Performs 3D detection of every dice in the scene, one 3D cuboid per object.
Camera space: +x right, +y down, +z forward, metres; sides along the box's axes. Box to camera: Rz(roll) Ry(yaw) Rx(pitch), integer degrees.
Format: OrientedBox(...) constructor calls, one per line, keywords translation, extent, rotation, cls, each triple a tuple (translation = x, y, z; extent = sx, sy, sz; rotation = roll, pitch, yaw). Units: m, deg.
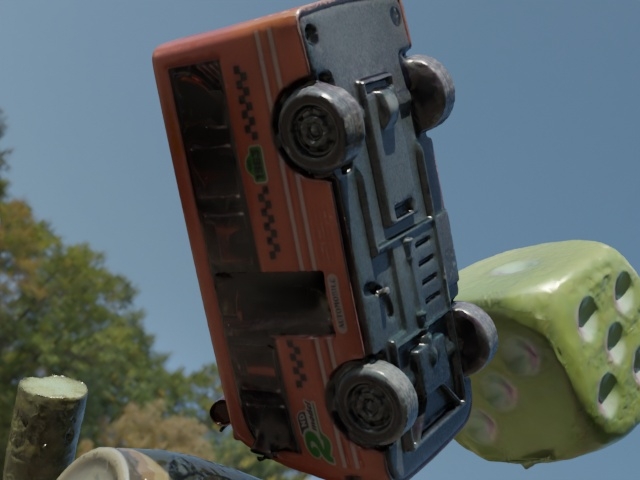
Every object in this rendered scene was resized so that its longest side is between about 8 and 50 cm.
OrientedBox(translation=(0.299, 0.151, 1.583), extent=(0.252, 0.254, 0.250), rotation=(-10, -79, 44), cls="dice")

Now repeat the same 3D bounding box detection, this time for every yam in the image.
OrientedBox(translation=(-0.427, 0.312, 1.762), extent=(0.107, 0.107, 0.194), rotation=(19, -79, 33), cls="yam")

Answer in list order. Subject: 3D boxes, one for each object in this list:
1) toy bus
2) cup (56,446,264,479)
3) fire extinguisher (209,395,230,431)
OrientedBox(translation=(0.000, 0.000, 1.057), extent=(0.233, 0.203, 0.427), rotation=(-3, -77, 34), cls="toy bus")
OrientedBox(translation=(-0.125, 0.330, 1.072), extent=(0.257, 0.227, 0.301), rotation=(34, 3, -36), cls="cup")
OrientedBox(translation=(-0.110, 0.219, 1.560), extent=(0.039, 0.132, 0.056), rotation=(-1, -84, 15), cls="fire extinguisher")
